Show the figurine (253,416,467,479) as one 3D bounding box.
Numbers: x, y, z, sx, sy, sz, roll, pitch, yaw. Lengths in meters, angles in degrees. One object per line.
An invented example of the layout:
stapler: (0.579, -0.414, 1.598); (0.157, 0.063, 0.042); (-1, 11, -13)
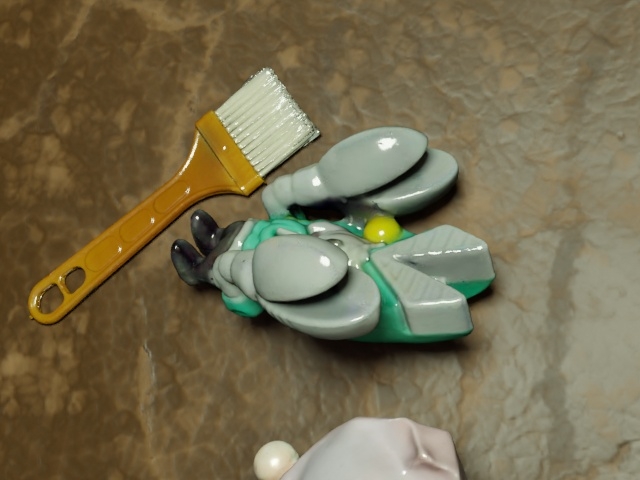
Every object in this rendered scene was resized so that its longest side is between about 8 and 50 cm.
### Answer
figurine: (0.004, 0.239, 0.815); (0.200, 0.133, 0.276); (44, 94, 18)

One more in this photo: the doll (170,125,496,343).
doll: (-0.001, 0.016, 0.855); (0.258, 0.153, 0.195); (-14, 46, 10)

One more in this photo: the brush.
brush: (-0.143, -0.027, 0.989); (0.314, 0.017, 0.090); (-39, 66, 7)
